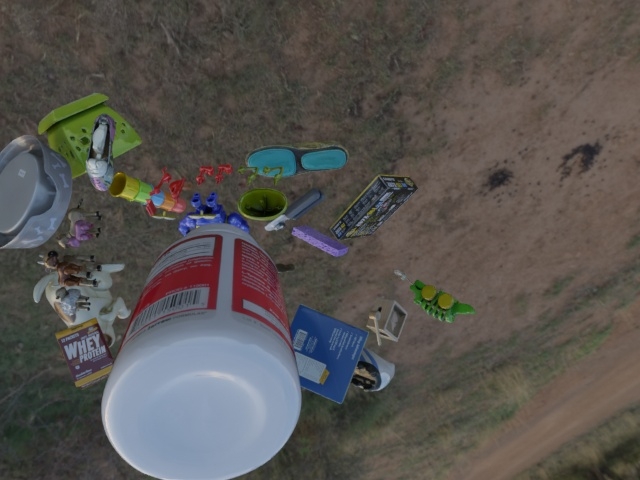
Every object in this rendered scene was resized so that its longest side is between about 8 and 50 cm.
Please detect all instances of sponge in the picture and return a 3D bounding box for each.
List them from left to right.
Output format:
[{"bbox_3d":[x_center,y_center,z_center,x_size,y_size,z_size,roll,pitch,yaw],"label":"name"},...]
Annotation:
[{"bbox_3d":[0.000,0.000,1.730,0.117,0.210,0.031,-13,127,-65],"label":"sponge"}]

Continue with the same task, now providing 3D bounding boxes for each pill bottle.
[{"bbox_3d":[-0.165,0.124,0.679,0.228,0.408,0.229,-4,114,-9],"label":"pill bottle"}]

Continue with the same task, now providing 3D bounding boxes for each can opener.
[{"bbox_3d":[-0.111,-0.120,1.687,0.280,0.093,0.074,-30,163,26],"label":"can opener"}]

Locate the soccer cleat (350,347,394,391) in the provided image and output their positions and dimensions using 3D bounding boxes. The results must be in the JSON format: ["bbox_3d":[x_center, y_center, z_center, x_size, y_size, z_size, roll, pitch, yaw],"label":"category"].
[{"bbox_3d":[0.078,0.374,1.382,0.143,0.331,0.116,-4,107,-52],"label":"soccer cleat"}]

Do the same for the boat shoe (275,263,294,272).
[{"bbox_3d":[-0.209,0.157,2.416,0.049,0.056,0.152,-24,160,40],"label":"boat shoe"}]

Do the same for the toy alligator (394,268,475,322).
[{"bbox_3d":[0.210,0.115,0.863,0.056,0.189,0.051,34,85,-49],"label":"toy alligator"}]

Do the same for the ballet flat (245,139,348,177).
[{"bbox_3d":[-0.079,-0.288,1.515,0.348,0.123,0.123,-5,139,-1],"label":"ballet flat"}]

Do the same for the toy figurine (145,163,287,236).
[{"bbox_3d":[-0.261,-0.067,1.211,0.362,0.191,0.217,-2,141,1],"label":"toy figurine"}]

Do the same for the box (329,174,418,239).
[{"bbox_3d":[0.223,-0.135,1.826,0.257,0.079,0.322,-6,146,-50],"label":"box"}]

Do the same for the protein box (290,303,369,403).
[{"bbox_3d":[0.004,0.309,1.211,0.201,0.200,0.136,21,167,9],"label":"protein box"}]

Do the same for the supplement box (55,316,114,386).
[{"bbox_3d":[-0.802,0.394,1.523,0.129,0.191,0.194,-23,170,-29],"label":"supplement box"}]

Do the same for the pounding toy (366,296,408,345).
[{"bbox_3d":[0.227,0.312,1.698,0.206,0.094,0.181,43,64,-42],"label":"pounding toy"}]

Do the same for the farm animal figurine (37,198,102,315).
[{"bbox_3d":[-0.930,0.064,1.635,0.172,0.330,0.327,6,136,-10],"label":"farm animal figurine"}]

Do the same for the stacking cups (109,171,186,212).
[{"bbox_3d":[-0.657,-0.166,1.708,0.096,0.096,0.316,-35,154,14],"label":"stacking cups"}]

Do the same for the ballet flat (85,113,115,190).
[{"bbox_3d":[-0.631,-0.252,1.256,0.076,0.079,0.222,9,98,-9],"label":"ballet flat"}]

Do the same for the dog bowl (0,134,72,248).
[{"bbox_3d":[-0.889,-0.136,1.331,0.348,0.349,0.102,-37,153,16],"label":"dog bowl"}]

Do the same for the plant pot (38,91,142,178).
[{"bbox_3d":[-0.785,-0.354,1.479,0.228,0.227,0.207,-44,117,-37],"label":"plant pot"}]

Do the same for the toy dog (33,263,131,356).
[{"bbox_3d":[-1.033,0.325,1.954,0.284,0.408,0.395,-12,176,13],"label":"toy dog"}]
